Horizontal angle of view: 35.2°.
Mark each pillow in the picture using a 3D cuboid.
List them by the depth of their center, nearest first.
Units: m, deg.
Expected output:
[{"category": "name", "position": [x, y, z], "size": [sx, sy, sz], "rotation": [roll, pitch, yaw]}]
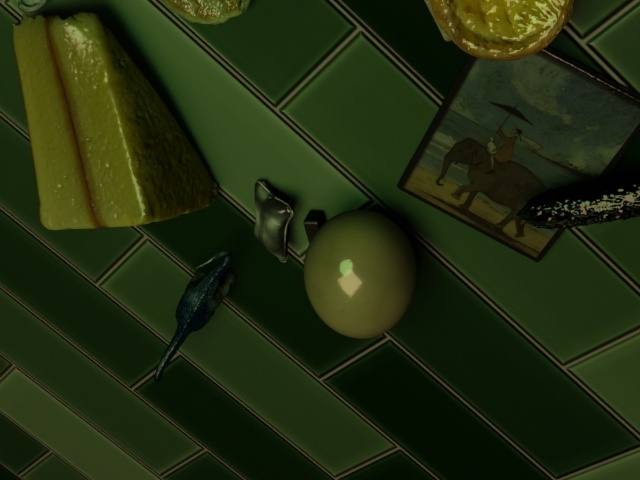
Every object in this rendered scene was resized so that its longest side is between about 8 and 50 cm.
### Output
[{"category": "pillow", "position": [-0.084, -0.032, 1.731], "size": [0.091, 0.055, 0.136], "rotation": [22, 133, 10]}]

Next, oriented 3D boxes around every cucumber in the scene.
[{"category": "cucumber", "position": [0.419, -0.059, 1.434], "size": [0.300, 0.072, 0.072], "rotation": [-11, 123, 26]}]

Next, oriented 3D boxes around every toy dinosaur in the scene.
[{"category": "toy dinosaur", "position": [-0.224, 0.116, 1.874], "size": [0.076, 0.147, 0.363], "rotation": [30, 128, -4]}]

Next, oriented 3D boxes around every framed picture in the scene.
[{"category": "framed picture", "position": [0.290, -0.135, 1.488], "size": [0.265, 0.016, 0.347], "rotation": [29, 135, 1]}]

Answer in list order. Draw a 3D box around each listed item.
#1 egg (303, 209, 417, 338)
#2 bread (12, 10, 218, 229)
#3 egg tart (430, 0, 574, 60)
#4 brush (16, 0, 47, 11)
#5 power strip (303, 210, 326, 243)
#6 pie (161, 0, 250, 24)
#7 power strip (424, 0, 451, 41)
[{"category": "egg", "position": [0.065, 0.058, 1.646], "size": [0.185, 0.186, 0.242], "rotation": [13, 142, 15]}, {"category": "bread", "position": [-0.347, -0.209, 1.679], "size": [0.233, 0.245, 0.362], "rotation": [-3, 103, 30]}, {"category": "egg tart", "position": [0.232, -0.322, 1.293], "size": [0.191, 0.074, 0.191], "rotation": [3, 122, 5]}, {"category": "brush", "position": [-0.447, -0.485, 1.515], "size": [0.060, 0.068, 0.297], "rotation": [41, 138, 24]}, {"category": "power strip", "position": [0.000, 0.000, 1.731], "size": [0.029, 0.038, 0.111], "rotation": [1, 130, 23]}, {"category": "pie", "position": [-0.175, -0.399, 1.463], "size": [0.186, 0.041, 0.187], "rotation": [14, 133, 15]}, {"category": "power strip", "position": [0.169, -0.332, 1.360], "size": [0.056, 0.032, 0.123], "rotation": [-16, 120, 34]}]
